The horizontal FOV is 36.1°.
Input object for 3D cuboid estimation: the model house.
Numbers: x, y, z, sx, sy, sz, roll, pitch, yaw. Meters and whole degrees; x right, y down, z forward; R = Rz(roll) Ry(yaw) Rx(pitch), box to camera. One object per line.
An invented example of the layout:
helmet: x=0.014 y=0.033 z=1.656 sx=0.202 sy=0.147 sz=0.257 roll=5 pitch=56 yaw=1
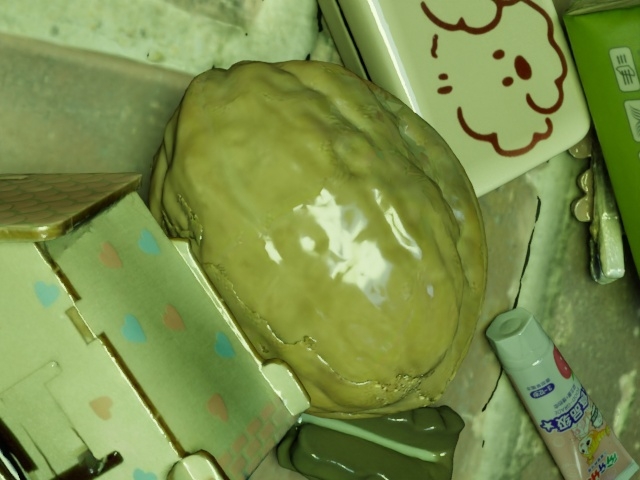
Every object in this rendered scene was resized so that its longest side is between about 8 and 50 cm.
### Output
model house: x=-0.204 y=0.080 z=0.530 sx=0.326 sy=0.169 sz=0.244 roll=-32 pitch=99 yaw=18

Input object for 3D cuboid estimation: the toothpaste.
toothpaste: x=0.194 y=0.139 z=0.784 sx=0.067 sy=0.043 sz=0.194 roll=-42 pitch=113 yaw=-17

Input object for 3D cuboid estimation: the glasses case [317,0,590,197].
glasses case: x=0.067 y=-0.198 z=0.686 sx=0.144 sy=0.076 sz=0.336 roll=-29 pitch=104 yaw=-16

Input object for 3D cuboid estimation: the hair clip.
hair clip: x=0.223 y=-0.072 z=0.774 sx=0.062 sy=0.056 sz=0.214 roll=-2 pitch=88 yaw=0

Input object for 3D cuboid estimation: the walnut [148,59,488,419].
walnut: x=0.000 y=0.000 z=0.613 sx=0.198 sy=0.198 sz=0.245 roll=-34 pitch=86 yaw=-16

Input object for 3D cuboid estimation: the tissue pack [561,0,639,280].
tissue pack: x=0.322 y=-0.074 z=0.694 sx=0.167 sy=0.200 sz=0.275 roll=-41 pitch=118 yaw=-36

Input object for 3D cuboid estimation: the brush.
brush: x=-0.034 y=0.116 z=0.680 sx=0.301 sy=0.071 sz=0.084 roll=22 pitch=75 yaw=-21
